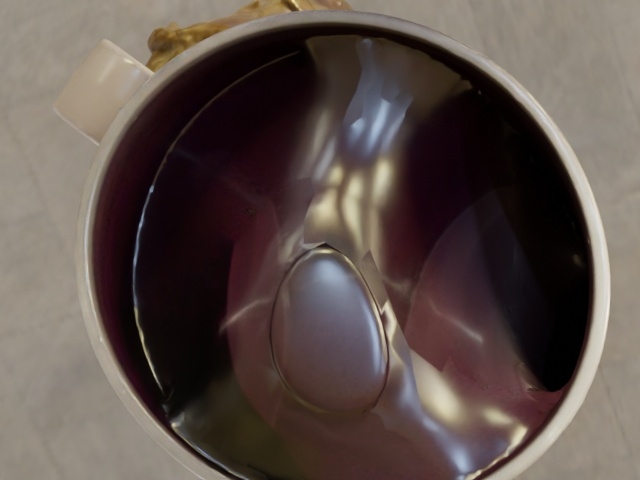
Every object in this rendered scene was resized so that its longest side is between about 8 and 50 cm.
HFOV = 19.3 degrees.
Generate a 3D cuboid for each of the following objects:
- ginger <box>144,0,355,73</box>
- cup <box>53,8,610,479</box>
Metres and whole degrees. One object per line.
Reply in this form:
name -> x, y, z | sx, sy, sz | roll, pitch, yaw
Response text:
ginger -> -0.038, -0.033, 1.350 | 0.152, 0.357, 0.274 | -10, 104, 23
cup -> -0.002, 0.019, 0.886 | 0.288, 0.273, 0.208 | 8, 85, 12
